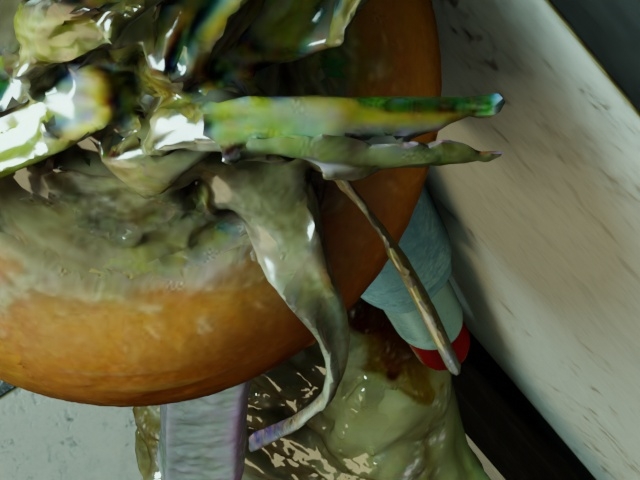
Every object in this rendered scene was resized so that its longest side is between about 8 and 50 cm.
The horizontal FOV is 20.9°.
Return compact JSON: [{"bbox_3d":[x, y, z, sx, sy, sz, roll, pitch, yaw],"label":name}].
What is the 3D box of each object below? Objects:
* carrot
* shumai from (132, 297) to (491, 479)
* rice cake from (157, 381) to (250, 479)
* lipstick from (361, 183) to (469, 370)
[{"bbox_3d":[-0.059,-0.039,0.559,0.331,0.193,0.214,116,152,-81],"label":"carrot"},{"bbox_3d":[0.029,0.100,1.159,0.346,0.217,0.283,44,132,30],"label":"shumai"},{"bbox_3d":[-0.059,0.038,0.938,0.365,0.056,0.072,100,171,-55],"label":"rice cake"},{"bbox_3d":[0.039,0.009,0.908,0.068,0.061,0.274,44,174,26],"label":"lipstick"}]
